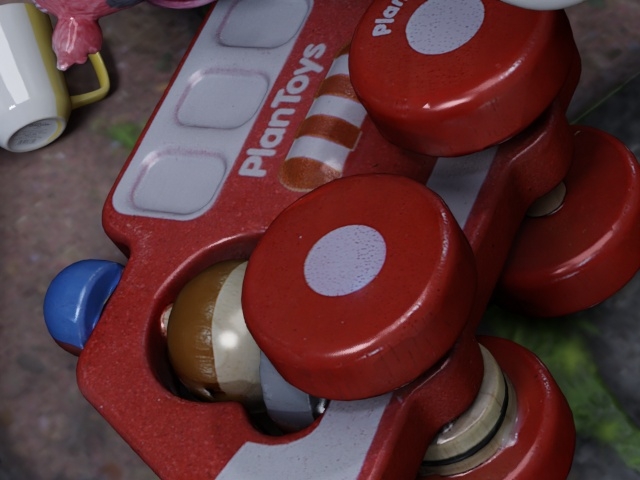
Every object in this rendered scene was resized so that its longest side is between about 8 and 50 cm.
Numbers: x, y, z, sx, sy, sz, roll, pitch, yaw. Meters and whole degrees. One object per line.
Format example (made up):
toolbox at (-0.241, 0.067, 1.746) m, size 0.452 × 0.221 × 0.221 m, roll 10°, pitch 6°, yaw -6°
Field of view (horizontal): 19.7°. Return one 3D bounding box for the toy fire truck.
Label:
toy fire truck at (0.000, 0.000, 0.881) m, size 0.254 × 0.169 × 0.302 m, roll 7°, pitch 59°, yaw 34°

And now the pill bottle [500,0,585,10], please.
pill bottle at (0.039, -0.177, 0.801) m, size 0.119 × 0.119 × 0.208 m, roll -44°, pitch 40°, yaw -18°

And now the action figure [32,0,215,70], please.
action figure at (-0.047, -0.218, 0.984) m, size 0.275 × 0.248 × 0.370 m, roll 30°, pitch 58°, yaw -11°

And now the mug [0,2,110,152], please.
mug at (-0.155, -0.085, 0.975) m, size 0.078 × 0.062 × 0.064 m, roll -25°, pitch 71°, yaw 0°
